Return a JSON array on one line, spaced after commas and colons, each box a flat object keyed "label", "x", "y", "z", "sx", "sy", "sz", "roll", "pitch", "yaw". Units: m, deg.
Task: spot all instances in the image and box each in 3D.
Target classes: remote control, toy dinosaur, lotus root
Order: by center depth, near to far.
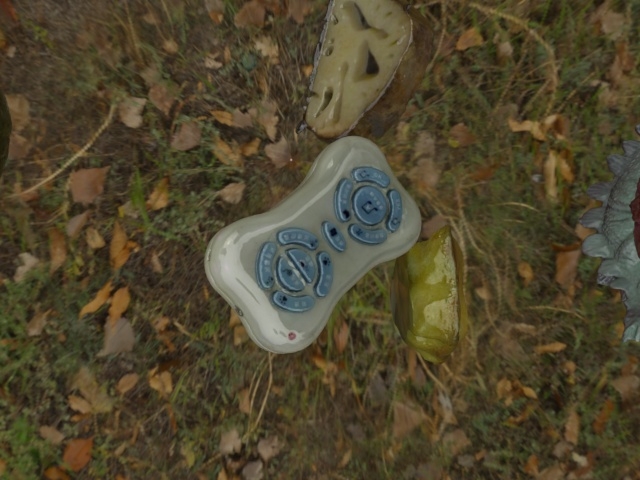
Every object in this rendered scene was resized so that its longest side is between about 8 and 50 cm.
[{"label": "remote control", "x": 0.000, "y": 0.000, "z": 0.403, "sx": 0.122, "sy": 0.032, "sz": 0.074, "roll": -42, "pitch": 104, "yaw": -27}, {"label": "toy dinosaur", "x": 0.213, "y": -0.027, "z": 0.501, "sx": 0.039, "sy": 0.082, "sz": 0.209, "roll": 38, "pitch": 63, "yaw": -29}, {"label": "lotus root", "x": 0.064, "y": -0.243, "z": 1.014, "sx": 0.074, "sy": 0.170, "sz": 0.260, "roll": 22, "pitch": 84, "yaw": -45}]

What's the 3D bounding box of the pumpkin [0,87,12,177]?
[{"label": "pumpkin", "x": -0.453, "y": -0.117, "z": 0.808, "sx": 0.260, "sy": 0.189, "sz": 0.260, "roll": 0, "pitch": 94, "yaw": 2}]

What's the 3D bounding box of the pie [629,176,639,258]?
[{"label": "pie", "x": 0.163, "y": -0.024, "z": 0.282, "sx": 0.036, "sy": 0.154, "sz": 0.154, "roll": 4, "pitch": 96, "yaw": -5}]

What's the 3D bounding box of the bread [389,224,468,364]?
[{"label": "bread", "x": 0.142, "y": 0.076, "z": 1.017, "sx": 0.088, "sy": 0.233, "sz": 0.160, "roll": -8, "pitch": 73, "yaw": -4}]
